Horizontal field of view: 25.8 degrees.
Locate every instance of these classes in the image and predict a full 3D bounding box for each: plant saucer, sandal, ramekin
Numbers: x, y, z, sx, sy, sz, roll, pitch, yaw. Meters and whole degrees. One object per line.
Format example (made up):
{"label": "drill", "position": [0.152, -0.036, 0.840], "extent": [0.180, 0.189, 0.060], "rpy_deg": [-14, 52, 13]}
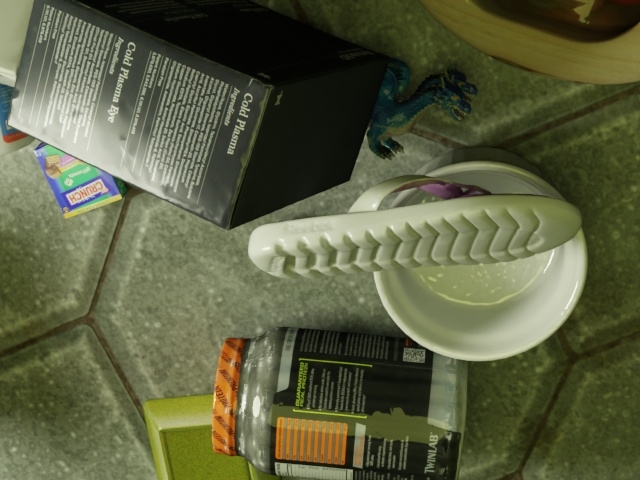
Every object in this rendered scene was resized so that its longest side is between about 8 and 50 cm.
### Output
{"label": "plant saucer", "position": [-0.161, 0.321, 2.062], "extent": [0.188, 0.045, 0.188], "rpy_deg": [-6, 109, 8]}
{"label": "sandal", "position": [0.110, -0.033, 1.725], "extent": [0.416, 0.169, 0.102], "rpy_deg": [-6, 69, 9]}
{"label": "ramekin", "position": [0.211, 0.008, 1.861], "extent": [0.277, 0.135, 0.277], "rpy_deg": [2, 111, 5]}

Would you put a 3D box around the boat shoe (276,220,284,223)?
{"label": "boat shoe", "position": [0.000, 0.000, 1.930], "extent": [0.137, 0.049, 0.043], "rpy_deg": [21, 69, 0]}

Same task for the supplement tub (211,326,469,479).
{"label": "supplement tub", "position": [0.029, 0.229, 1.923], "extent": [0.338, 0.207, 0.207], "rpy_deg": [6, 111, 4]}

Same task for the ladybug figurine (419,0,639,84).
{"label": "ladybug figurine", "position": [0.289, -0.357, 1.664], "extent": [0.449, 0.162, 0.305], "rpy_deg": [24, 121, 18]}

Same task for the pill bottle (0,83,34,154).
{"label": "pill bottle", "position": [-0.459, -0.228, 1.850], "extent": [0.124, 0.124, 0.221], "rpy_deg": [-5, 109, 8]}

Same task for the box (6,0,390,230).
{"label": "box", "position": [-0.138, -0.180, 1.674], "extent": [0.312, 0.343, 0.179], "rpy_deg": [25, 111, 19]}

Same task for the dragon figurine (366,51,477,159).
{"label": "dragon figurine", "position": [0.064, -0.201, 1.817], "extent": [0.289, 0.085, 0.144], "rpy_deg": [28, 112, 17]}

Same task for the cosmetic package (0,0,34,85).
{"label": "cosmetic package", "position": [-0.358, -0.375, 1.685], "extent": [0.155, 0.197, 0.365], "rpy_deg": [19, 87, -1]}

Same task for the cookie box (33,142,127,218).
{"label": "cookie box", "position": [-0.331, -0.096, 1.929], "extent": [0.092, 0.040, 0.107], "rpy_deg": [-19, 108, 12]}
